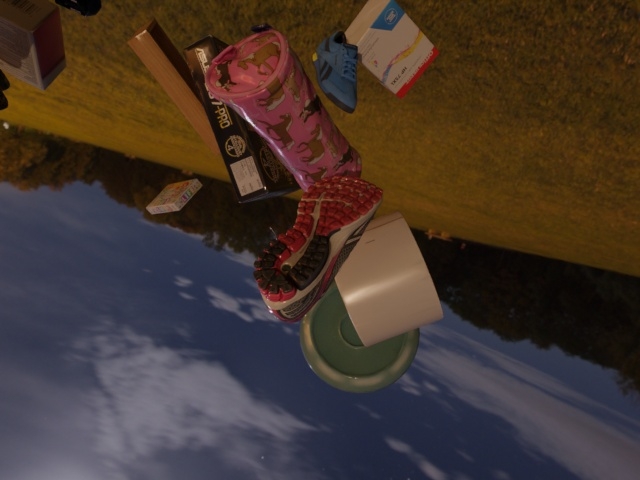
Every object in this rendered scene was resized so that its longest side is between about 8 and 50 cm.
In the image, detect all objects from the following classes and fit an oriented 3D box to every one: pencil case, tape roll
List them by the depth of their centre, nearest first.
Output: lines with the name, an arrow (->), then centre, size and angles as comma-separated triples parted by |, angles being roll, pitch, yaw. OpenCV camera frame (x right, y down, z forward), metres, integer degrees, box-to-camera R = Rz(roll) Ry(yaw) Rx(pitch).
pencil case -> -0.049, -0.221, 0.889 | 0.160, 0.167, 0.386 | -10, 152, 23
tape roll -> 0.129, 0.078, 0.951 | 0.169, 0.245, 0.246 | -21, 178, 5

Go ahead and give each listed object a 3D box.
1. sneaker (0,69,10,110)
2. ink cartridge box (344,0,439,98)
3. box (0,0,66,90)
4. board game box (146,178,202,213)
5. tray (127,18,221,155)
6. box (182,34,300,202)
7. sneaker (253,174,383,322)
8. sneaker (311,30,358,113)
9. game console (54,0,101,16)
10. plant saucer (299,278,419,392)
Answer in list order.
sneaker -> -0.977, -0.421, 1.298 | 0.286, 0.130, 0.109 | 54, 169, 49
ink cartridge box -> 0.169, -0.420, 1.027 | 0.231, 0.134, 0.078 | 25, -158, -39
box -> -0.822, -0.566, 1.272 | 0.149, 0.126, 0.232 | 27, 149, -11
board game box -> -0.410, -0.122, 1.273 | 0.154, 0.103, 0.026 | -2, 135, 42
tray -> -0.433, -0.484, 1.461 | 0.410, 0.076, 0.202 | 56, -171, -34
box -> -0.186, -0.305, 1.221 | 0.097, 0.394, 0.318 | -20, -177, 16
sneaker -> 0.000, 0.000, 0.751 | 0.121, 0.299, 0.111 | 25, 146, 26
sneaker -> 0.039, -0.329, 0.869 | 0.069, 0.082, 0.209 | 22, -140, -37
game console -> -0.796, -0.781, 1.263 | 0.362, 0.043, 0.213 | 22, 150, -9
plant saucer -> 0.100, 0.233, 1.194 | 0.318, 0.317, 0.043 | 18, 162, 11
